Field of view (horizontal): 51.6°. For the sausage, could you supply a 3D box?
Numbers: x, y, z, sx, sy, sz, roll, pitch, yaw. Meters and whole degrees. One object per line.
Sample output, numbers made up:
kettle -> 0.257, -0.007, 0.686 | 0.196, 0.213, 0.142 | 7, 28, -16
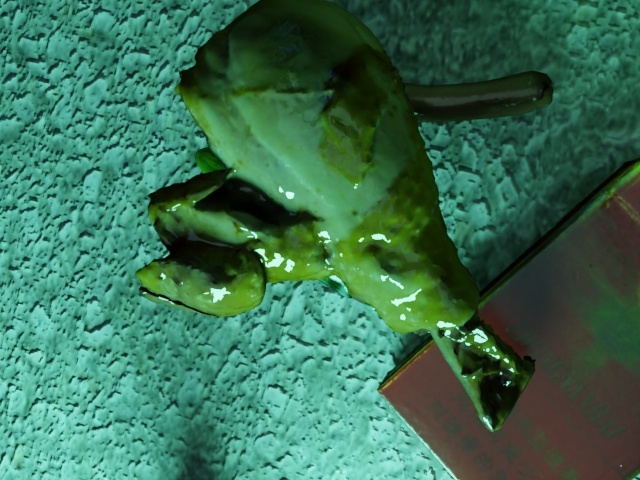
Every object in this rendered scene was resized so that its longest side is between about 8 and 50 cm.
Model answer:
sausage -> 0.130, -0.138, 0.633 | 0.176, 0.040, 0.047 | -1, 93, 15

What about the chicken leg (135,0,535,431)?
chicken leg -> 0.000, 0.000, 0.558 | 0.295, 0.182, 0.409 | -36, 81, -8

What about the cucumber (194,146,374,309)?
cucumber -> -0.029, -0.019, 0.671 | 0.250, 0.056, 0.056 | 43, 101, 10

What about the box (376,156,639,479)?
box -> 0.232, 0.102, 0.594 | 0.313, 0.089, 0.197 | -44, 80, 12
